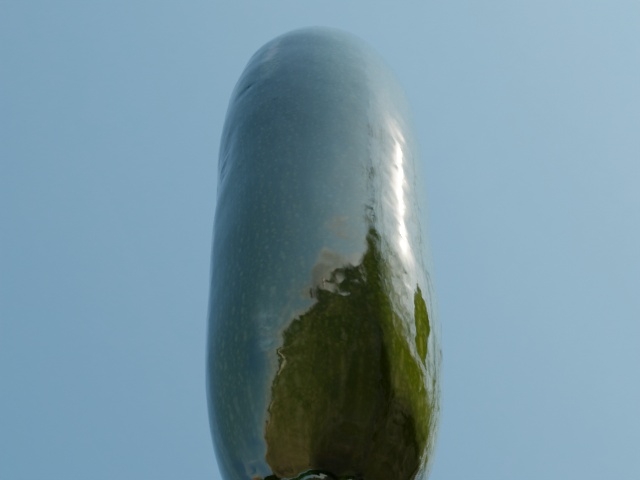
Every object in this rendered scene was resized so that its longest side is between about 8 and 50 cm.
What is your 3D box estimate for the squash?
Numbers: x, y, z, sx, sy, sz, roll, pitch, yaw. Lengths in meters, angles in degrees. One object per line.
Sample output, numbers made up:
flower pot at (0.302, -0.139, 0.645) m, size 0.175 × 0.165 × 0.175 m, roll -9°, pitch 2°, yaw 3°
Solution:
squash at (0.000, 0.000, 0.489) m, size 0.069 × 0.258 × 0.069 m, roll -1°, pitch -57°, yaw -1°
